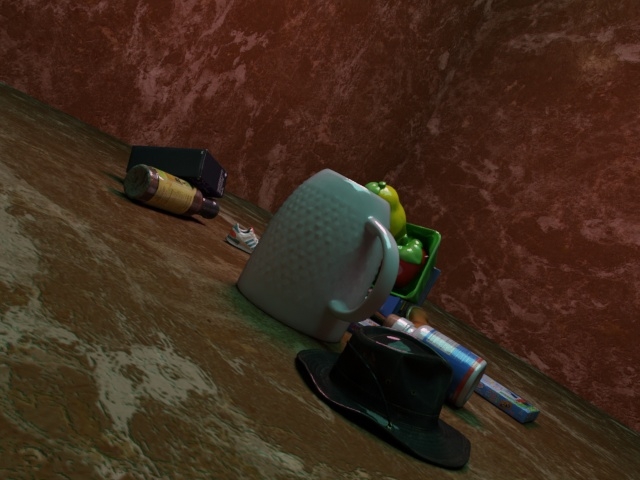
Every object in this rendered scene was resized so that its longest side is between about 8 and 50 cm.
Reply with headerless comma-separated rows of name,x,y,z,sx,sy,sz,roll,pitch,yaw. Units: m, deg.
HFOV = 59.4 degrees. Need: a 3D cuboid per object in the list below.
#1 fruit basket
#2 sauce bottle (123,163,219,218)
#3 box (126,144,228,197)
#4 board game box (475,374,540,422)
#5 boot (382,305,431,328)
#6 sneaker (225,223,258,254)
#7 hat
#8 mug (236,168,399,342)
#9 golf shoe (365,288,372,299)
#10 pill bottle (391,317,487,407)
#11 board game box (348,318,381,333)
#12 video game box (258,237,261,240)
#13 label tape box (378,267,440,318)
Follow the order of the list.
fruit basket,0.183,0.005,1.796,0.392,0.283,0.392,26,-17,9
sauce bottle,-0.439,-0.134,1.709,0.111,0.111,0.344,31,4,27
box,-0.461,-0.222,1.822,0.261,0.103,0.184,5,-18,15
board game box,0.502,0.436,1.588,0.211,0.039,0.160,31,5,34
boot,0.329,0.290,1.681,0.220,0.109,0.283,30,6,27
sneaker,-0.216,0.002,1.774,0.161,0.075,0.057,27,4,-22
hat,0.131,0.227,0.957,0.331,0.134,0.331,29,3,-2
mug,0.030,0.036,1.237,0.276,0.328,0.374,26,5,-37
golf shoe,0.073,0.177,1.611,0.186,0.086,0.067,6,-23,-17
pill bottle,0.261,0.276,1.308,0.221,0.124,0.124,30,4,26
board game box,0.160,0.256,1.483,0.201,0.035,0.136,29,4,6
video game box,-0.086,0.068,1.847,0.205,0.048,0.187,33,-8,45
label tape box,0.314,0.176,2.087,0.106,0.241,0.333,31,4,25
